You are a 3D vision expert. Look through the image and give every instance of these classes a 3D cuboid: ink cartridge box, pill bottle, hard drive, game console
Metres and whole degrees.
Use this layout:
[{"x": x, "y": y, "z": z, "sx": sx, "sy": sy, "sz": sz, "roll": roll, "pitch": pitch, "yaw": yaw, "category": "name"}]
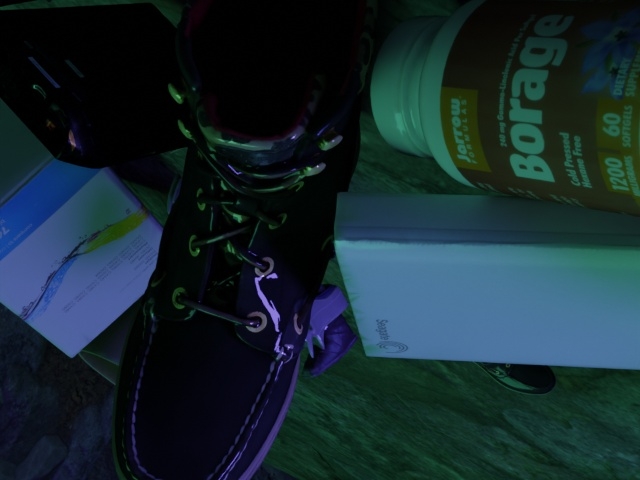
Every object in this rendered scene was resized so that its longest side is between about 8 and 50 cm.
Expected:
[{"x": -0.337, "y": -0.034, "z": 1.419, "sx": 0.198, "sy": 0.197, "sz": 0.270, "roll": 43, "pitch": 173, "yaw": 37, "category": "ink cartridge box"}, {"x": 0.137, "y": -0.083, "z": 0.697, "sx": 0.216, "sy": 0.121, "sz": 0.121, "roll": 13, "pitch": 155, "yaw": 44, "category": "pill bottle"}, {"x": 0.197, "y": 0.036, "z": 0.817, "sx": 0.353, "sy": 0.047, "sz": 0.233, "roll": 2, "pitch": 157, "yaw": 9, "category": "hard drive"}, {"x": -0.231, "y": -0.202, "z": 0.919, "sx": 0.361, "sy": 0.044, "sz": 0.213, "roll": 47, "pitch": -153, "yaw": 10, "category": "game console"}]

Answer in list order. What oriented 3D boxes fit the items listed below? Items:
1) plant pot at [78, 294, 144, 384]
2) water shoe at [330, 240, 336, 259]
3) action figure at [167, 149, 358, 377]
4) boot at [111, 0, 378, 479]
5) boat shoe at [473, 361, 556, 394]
[{"x": -0.207, "y": 0.169, "z": 1.856, "sx": 0.284, "sy": 0.191, "sz": 0.284, "roll": 27, "pitch": 162, "yaw": 10, "category": "plant pot"}, {"x": 0.000, "y": 0.000, "z": 1.226, "sx": 0.203, "sy": 0.080, "sz": 0.073, "roll": 18, "pitch": 159, "yaw": 35, "category": "water shoe"}, {"x": -0.054, "y": -0.018, "z": 1.119, "sx": 0.185, "sy": 0.099, "sz": 0.285, "roll": 0, "pitch": 118, "yaw": 53, "category": "action figure"}, {"x": -0.053, "y": -0.016, "z": 0.817, "sx": 0.138, "sy": 0.377, "sz": 0.284, "roll": 20, "pitch": 156, "yaw": 6, "category": "boot"}, {"x": 0.197, "y": 0.127, "z": 1.300, "sx": 0.133, "sy": 0.049, "sz": 0.042, "roll": 32, "pitch": 171, "yaw": 12, "category": "boat shoe"}]
